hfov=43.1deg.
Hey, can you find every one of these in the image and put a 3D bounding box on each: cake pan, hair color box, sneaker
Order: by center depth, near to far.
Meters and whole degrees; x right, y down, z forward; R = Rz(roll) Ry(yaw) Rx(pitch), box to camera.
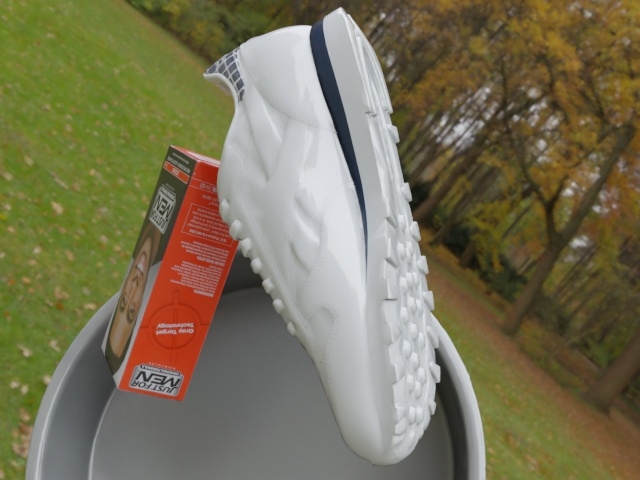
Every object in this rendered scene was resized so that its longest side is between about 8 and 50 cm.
[{"bbox_3d":[0.000,0.000,0.424,0.090,0.095,0.234,34,44,-69],"label":"sneaker"},{"bbox_3d":[-0.088,0.018,0.497,0.043,0.141,0.072,17,6,-26],"label":"hair color box"},{"bbox_3d":[-0.043,0.141,0.523,0.293,0.293,0.054,43,-8,23],"label":"cake pan"}]
